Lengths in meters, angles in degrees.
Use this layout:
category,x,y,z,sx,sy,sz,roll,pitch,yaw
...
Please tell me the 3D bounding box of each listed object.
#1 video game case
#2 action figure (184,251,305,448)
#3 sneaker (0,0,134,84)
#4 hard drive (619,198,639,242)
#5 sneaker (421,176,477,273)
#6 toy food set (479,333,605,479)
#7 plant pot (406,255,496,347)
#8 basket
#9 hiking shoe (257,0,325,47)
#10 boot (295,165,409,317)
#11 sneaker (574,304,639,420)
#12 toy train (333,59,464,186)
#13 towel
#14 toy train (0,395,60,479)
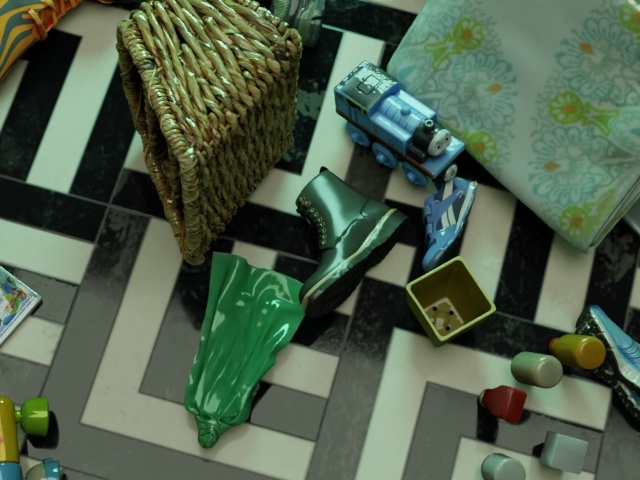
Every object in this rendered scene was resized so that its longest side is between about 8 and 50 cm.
category,x,y,z,sx,sy,sz,roll,pitch,yaw
video game case,-0.416,0.068,1.692,0.122,0.011,0.087,35,70,10
action figure,-0.103,0.141,1.655,0.137,0.063,0.232,19,65,2
sneaker,-0.337,-0.323,1.792,0.180,0.124,0.321,16,68,4
hard drive,0.443,-0.029,1.779,0.094,0.022,0.135,-38,75,-16
sneaker,0.151,-0.020,1.743,0.059,0.053,0.144,22,61,7
toy food set,0.251,0.217,1.648,0.111,0.104,0.232,16,86,-12
plant pot,0.153,0.084,1.683,0.081,0.083,0.081,-28,72,-14
basket,-0.169,-0.152,1.639,0.213,0.299,0.223,34,70,10
hiking shoe,-0.052,-0.368,1.848,0.114,0.086,0.226,1,69,-7
boot,0.000,0.000,1.708,0.137,0.077,0.198,35,47,15
sneaker,0.377,0.146,1.696,0.073,0.063,0.162,-29,76,-32
toy train,0.098,-0.144,1.747,0.184,0.105,0.080,38,71,25
towel,0.288,-0.211,1.683,0.374,0.320,0.090,45,32,15
toy train,-0.379,0.201,1.600,0.143,0.105,0.248,-3,68,-16
